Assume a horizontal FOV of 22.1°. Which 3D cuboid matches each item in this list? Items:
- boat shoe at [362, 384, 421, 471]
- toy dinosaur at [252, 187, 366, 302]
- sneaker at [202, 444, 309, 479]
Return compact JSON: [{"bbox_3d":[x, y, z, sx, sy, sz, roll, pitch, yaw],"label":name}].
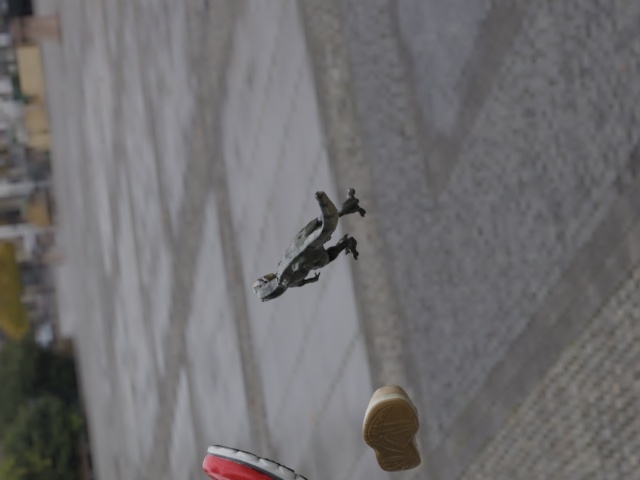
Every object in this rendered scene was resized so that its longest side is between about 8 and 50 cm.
[{"bbox_3d":[0.074,0.191,1.754,0.170,0.063,0.059,81,-179,-58],"label":"boat shoe"},{"bbox_3d":[0.000,0.000,2.009,0.064,0.118,0.268,53,145,14],"label":"toy dinosaur"},{"bbox_3d":[-0.034,0.336,1.810,0.279,0.118,0.107,45,159,-16],"label":"sneaker"}]
